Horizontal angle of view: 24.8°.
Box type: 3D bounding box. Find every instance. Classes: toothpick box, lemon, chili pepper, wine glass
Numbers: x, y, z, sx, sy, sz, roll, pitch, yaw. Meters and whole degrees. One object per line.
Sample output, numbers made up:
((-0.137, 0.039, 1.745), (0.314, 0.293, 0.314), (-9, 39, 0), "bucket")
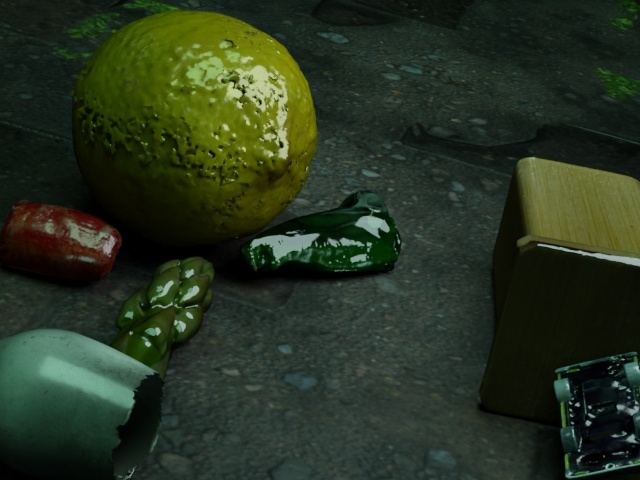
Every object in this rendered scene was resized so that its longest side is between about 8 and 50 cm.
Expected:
((0.269, 0.040, 1.512), (0.187, 0.190, 0.308), (10, 24, 0), "toothpick box")
((-0.143, -0.121, 1.573), (0.257, 0.258, 0.310), (-7, 18, -32), "lemon")
((-0.264, 0.002, 1.489), (0.123, 0.071, 0.073), (12, 11, 5), "chili pepper")
((0.000, 0.002, 1.595), (0.216, 0.062, 0.108), (-18, 40, -40), "chili pepper")
((-0.257, 0.123, 1.205), (0.241, 0.126, 0.126), (16, 28, 13), "wine glass")

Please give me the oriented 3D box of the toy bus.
((0.265, 0.186, 1.312), (0.088, 0.101, 0.175), (-13, 26, 13), "toy bus")

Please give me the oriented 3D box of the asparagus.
((-0.156, 0.079, 1.380), (0.080, 0.080, 0.287), (17, 28, 10), "asparagus")
